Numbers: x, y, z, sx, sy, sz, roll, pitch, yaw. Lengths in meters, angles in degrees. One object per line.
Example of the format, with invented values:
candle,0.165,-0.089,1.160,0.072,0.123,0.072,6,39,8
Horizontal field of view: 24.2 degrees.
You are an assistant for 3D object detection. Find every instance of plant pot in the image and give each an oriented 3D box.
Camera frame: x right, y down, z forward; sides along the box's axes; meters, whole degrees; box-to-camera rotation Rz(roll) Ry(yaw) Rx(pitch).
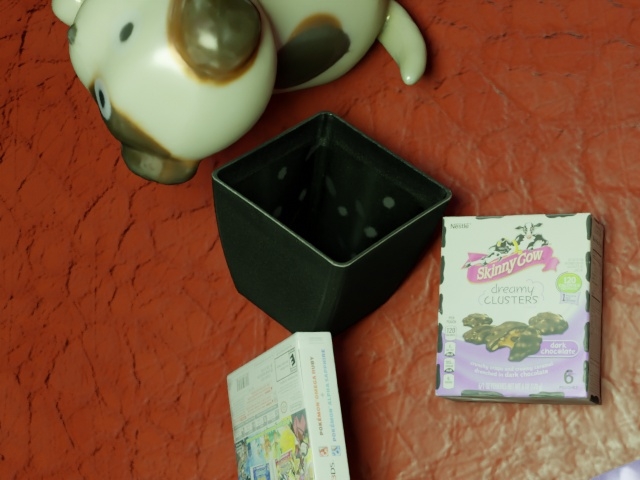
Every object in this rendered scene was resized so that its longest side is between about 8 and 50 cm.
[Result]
plant pot,0.000,0.000,1.618,0.188,0.187,0.167,36,136,24

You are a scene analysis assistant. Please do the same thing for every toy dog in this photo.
toy dog,-0.110,-0.225,1.604,0.395,0.408,0.284,41,127,-2

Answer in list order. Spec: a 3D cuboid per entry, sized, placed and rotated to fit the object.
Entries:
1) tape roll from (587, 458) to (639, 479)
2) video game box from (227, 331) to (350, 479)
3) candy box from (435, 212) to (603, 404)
tape roll,0.318,0.261,1.434,0.189,0.189,0.080,-24,70,16
video game box,-0.036,0.212,1.604,0.205,0.048,0.187,144,124,-59
candy box,0.212,0.073,1.587,0.165,0.070,0.196,-2,78,22
